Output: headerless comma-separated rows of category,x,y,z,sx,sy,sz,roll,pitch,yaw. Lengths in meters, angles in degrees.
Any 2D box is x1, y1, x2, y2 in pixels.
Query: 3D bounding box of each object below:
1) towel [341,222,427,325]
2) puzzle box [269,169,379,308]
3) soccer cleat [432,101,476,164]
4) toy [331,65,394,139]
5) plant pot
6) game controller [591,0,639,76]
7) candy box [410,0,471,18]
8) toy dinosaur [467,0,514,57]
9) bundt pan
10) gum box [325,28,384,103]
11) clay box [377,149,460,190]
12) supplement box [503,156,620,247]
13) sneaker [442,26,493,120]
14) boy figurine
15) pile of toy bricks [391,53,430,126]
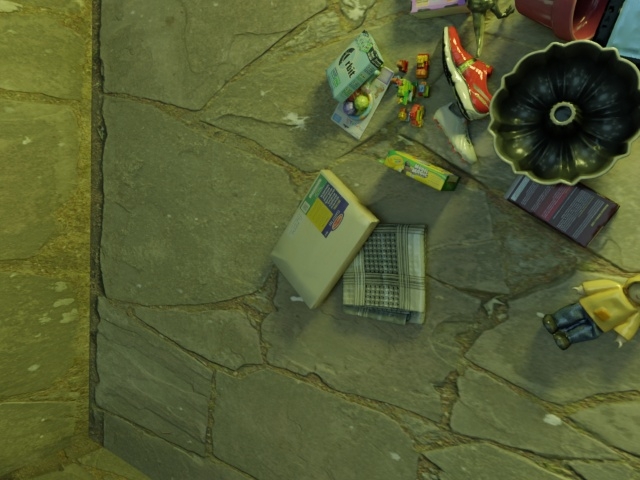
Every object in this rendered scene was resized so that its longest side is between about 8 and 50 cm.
towel,0.194,0.106,1.555,0.312,0.056,0.324,3,97,33
puzzle box,0.000,0.000,1.645,0.272,0.052,0.409,50,123,27
soccer cleat,0.396,-0.307,1.372,0.076,0.068,0.196,-37,72,28
toy,0.121,-0.464,1.544,0.137,0.056,0.237,43,116,25
plant pot,0.583,-0.595,1.153,0.180,0.201,0.201,40,116,41
game controller,0.732,-0.508,1.087,0.166,0.067,0.319,29,125,30
candy box,0.347,-0.745,1.355,0.164,0.070,0.196,8,100,33
toy dinosaur,0.443,-0.634,1.282,0.118,0.064,0.268,-13,100,-3
bundt pan,0.577,-0.290,1.147,0.330,0.124,0.331,2,93,26
gum box,0.103,-0.547,1.516,0.184,0.041,0.157,-39,44,30
clay box,0.287,-0.212,1.416,0.222,0.127,0.053,32,111,27
supplement box,0.617,-0.101,1.240,0.239,0.073,0.130,40,115,25
sneaker,0.415,-0.470,1.338,0.118,0.107,0.279,-19,82,11
boy figurine,0.715,0.178,1.195,0.285,0.092,0.177,-37,72,34
pile of toy bricks,0.256,-0.448,1.425,0.118,0.105,0.212,10,101,33
